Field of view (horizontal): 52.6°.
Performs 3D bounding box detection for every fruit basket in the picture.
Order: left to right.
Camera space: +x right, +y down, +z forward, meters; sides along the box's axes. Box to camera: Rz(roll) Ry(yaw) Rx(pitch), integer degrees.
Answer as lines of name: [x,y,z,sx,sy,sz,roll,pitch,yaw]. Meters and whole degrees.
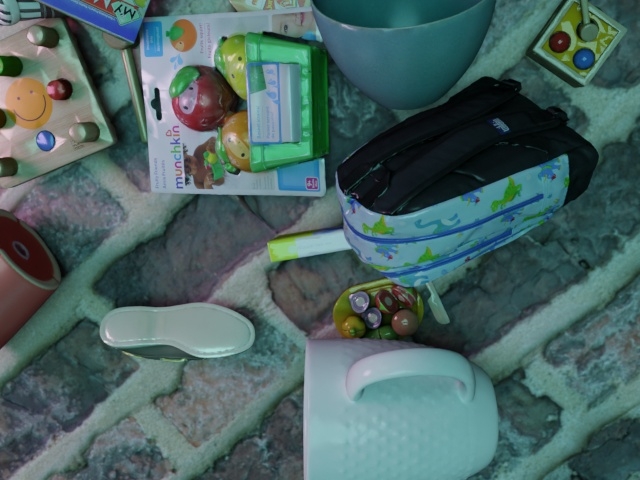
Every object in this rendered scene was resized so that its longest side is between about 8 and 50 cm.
fruit basket: [-0.164,-0.240,1.154,0.353,0.165,0.327,2,103,11]

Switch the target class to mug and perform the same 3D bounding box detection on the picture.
mug: [0.138,0.288,1.129,0.328,0.276,0.374,1,144,-3]

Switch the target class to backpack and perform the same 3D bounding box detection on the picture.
backpack: [0.199,-0.088,1.050,0.355,0.290,0.273,-18,135,-24]

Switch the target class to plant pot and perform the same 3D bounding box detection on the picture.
plant pot: [-0.660,0.083,1.239,0.243,0.275,0.275,-35,95,3]
plant pot: [0.139,-0.334,1.065,0.290,0.290,0.195,-4,136,8]

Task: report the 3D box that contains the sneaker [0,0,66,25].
sneaker: [-0.517,-0.502,1.177,0.162,0.106,0.281,-7,68,-25]

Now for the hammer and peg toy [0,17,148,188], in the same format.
hammer and peg toy: [-0.488,-0.267,1.204,0.361,0.127,0.266,-19,98,10]

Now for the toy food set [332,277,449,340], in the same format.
toy food set: [0.128,0.141,1.238,0.218,0.071,0.128,-17,99,10]

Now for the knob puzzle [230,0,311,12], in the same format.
knob puzzle: [-0.088,-0.475,1.165,0.213,0.030,0.213,1,102,7]

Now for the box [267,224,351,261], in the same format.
box: [0.000,0.000,1.206,0.178,0.109,0.042,-9,96,9]

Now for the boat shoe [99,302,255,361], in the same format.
boat shoe: [-0.276,0.187,1.287,0.305,0.091,0.109,2,64,5]

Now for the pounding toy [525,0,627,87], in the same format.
pounding toy: [0.432,-0.354,1.088,0.130,0.100,0.141,34,103,-1]

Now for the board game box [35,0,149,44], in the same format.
board game box: [-0.427,-0.494,1.073,0.317,0.046,0.213,19,93,-28]
